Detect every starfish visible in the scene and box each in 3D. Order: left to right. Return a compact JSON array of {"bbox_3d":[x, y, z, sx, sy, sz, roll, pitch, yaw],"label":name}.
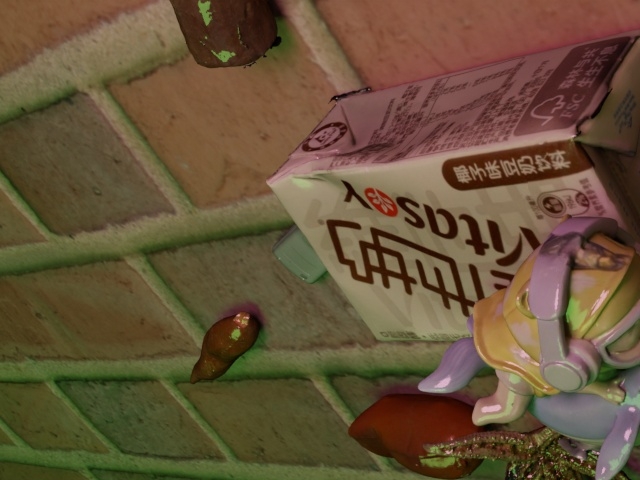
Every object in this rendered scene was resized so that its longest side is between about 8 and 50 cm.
[{"bbox_3d":[0.222,0.214,1.158,0.238,0.057,0.213,20,136,-12],"label":"starfish"}]

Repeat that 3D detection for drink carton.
[{"bbox_3d":[0.136,-0.026,0.912,0.324,0.132,0.194,-5,127,49],"label":"drink carton"}]

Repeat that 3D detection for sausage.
[{"bbox_3d":[0.110,0.212,1.277,0.179,0.089,0.089,3,133,46],"label":"sausage"}]

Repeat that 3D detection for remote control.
[{"bbox_3d":[0.000,0.000,1.164,0.061,0.029,0.162,42,147,-3],"label":"remote control"}]

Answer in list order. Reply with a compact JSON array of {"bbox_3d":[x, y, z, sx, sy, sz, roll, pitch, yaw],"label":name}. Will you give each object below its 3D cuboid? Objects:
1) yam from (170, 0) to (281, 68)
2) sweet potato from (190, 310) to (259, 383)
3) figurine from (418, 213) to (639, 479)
[{"bbox_3d":[-0.092,-0.209,0.955,0.084,0.084,0.127,8,139,38],"label":"yam"},{"bbox_3d":[-0.122,0.134,1.417,0.056,0.056,0.195,38,139,0],"label":"sweet potato"},{"bbox_3d":[0.163,0.068,0.767,0.208,0.128,0.184,0,129,41],"label":"figurine"}]
